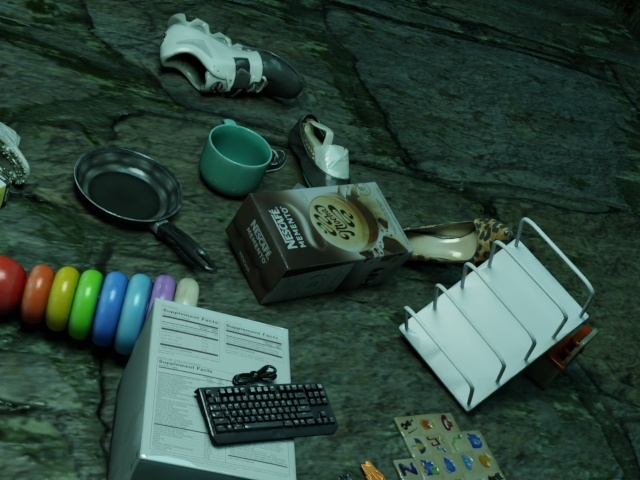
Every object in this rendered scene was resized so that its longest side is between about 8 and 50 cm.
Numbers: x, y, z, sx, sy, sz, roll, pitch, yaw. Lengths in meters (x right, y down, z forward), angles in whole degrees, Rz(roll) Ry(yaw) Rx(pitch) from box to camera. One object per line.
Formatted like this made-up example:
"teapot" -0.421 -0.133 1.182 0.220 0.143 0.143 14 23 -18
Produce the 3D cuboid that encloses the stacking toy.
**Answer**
"stacking toy" -0.354 0.089 1.352 0.330 0.141 0.141 15 38 -10

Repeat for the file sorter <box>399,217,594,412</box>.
"file sorter" 0.301 0.121 1.560 0.278 0.173 0.193 -36 70 -9

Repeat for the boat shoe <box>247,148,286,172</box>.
"boat shoe" -0.109 -0.168 1.886 0.046 0.038 0.125 42 39 18

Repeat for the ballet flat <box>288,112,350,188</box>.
"ballet flat" 0.002 -0.174 1.891 0.095 0.096 0.280 7 35 -32

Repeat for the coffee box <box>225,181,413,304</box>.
"coffee box" 0.000 0.000 1.665 0.297 0.119 0.168 -8 60 -38

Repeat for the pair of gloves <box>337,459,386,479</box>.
"pair of gloves" 0.068 0.373 1.369 0.083 0.010 0.074 -16 56 -40

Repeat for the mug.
"mug" -0.167 -0.155 1.784 0.130 0.097 0.157 27 36 -1

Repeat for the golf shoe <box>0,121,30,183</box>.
"golf shoe" -0.546 -0.168 1.587 0.176 0.069 0.086 43 33 18

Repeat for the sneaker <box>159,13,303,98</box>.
"sneaker" -0.203 -0.365 2.020 0.331 0.122 0.146 21 55 -11

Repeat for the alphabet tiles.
"alphabet tiles" 0.211 0.377 1.458 0.198 0.009 0.237 2 43 -30

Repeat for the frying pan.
"frying pan" -0.290 -0.061 1.631 0.326 0.053 0.197 32 36 3

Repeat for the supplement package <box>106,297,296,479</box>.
"supplement package" -0.161 0.252 1.207 0.198 0.199 0.262 15 38 -18

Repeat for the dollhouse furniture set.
"dollhouse furniture set" 0.382 0.142 1.742 0.259 0.135 0.262 42 39 19

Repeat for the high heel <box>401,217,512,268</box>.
"high heel" 0.232 0.000 1.750 0.186 0.261 0.093 8 78 -23

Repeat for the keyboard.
"keyboard" -0.068 0.200 1.144 0.180 0.023 0.108 4 43 -34

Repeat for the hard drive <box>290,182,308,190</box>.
"hard drive" -0.036 -0.056 1.811 0.094 0.022 0.135 32 36 6

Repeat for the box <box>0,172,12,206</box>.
"box" -0.598 -0.054 1.419 0.087 0.058 0.232 37 37 11
